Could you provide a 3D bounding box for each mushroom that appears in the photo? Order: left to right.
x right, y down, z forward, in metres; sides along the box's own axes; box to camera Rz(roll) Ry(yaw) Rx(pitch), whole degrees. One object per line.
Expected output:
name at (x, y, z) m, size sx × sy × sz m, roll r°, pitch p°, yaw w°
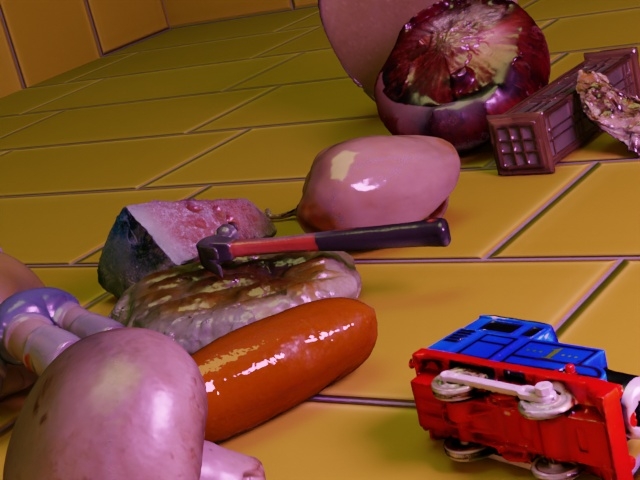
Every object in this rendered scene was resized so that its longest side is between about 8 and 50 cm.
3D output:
mushroom at (-0.133, 0.172, 0.988) m, size 0.204 × 0.204 × 0.204 m, roll -13°, pitch 17°, yaw 4°

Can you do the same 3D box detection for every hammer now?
hammer at (0.000, 0.001, 1.410) m, size 0.287 × 0.033 × 0.111 m, roll -5°, pitch 15°, yaw 20°

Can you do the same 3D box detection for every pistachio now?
pistachio at (0.070, -0.060, 1.607) m, size 0.215 × 0.144 × 0.144 m, roll -14°, pitch 16°, yaw -19°

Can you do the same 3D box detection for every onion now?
onion at (0.220, -0.223, 1.954) m, size 0.272 × 0.195 × 0.272 m, roll -16°, pitch 50°, yaw 20°

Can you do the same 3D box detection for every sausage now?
sausage at (-0.051, 0.117, 1.202) m, size 0.238 × 0.098 × 0.098 m, roll -22°, pitch 18°, yaw -28°

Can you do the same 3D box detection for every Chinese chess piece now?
Chinese chess piece at (0.160, -0.372, 2.165) m, size 0.338 × 0.338 × 0.140 m, roll 1°, pitch 33°, yaw 40°

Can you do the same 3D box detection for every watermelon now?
watermelon at (-0.161, 0.007, 1.667) m, size 0.241 × 0.094 × 0.154 m, roll -21°, pitch -21°, yaw -42°

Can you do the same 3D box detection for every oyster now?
oyster at (0.399, -0.166, 1.729) m, size 0.165 × 0.053 × 0.108 m, roll 29°, pitch 53°, yaw 23°

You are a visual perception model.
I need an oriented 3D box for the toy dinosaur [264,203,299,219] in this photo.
toy dinosaur at (-0.004, -0.046, 1.777) m, size 0.180 × 0.037 × 0.058 m, roll -4°, pitch 42°, yaw 51°

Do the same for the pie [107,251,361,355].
pie at (-0.090, 0.063, 1.444) m, size 0.306 × 0.071 × 0.306 m, roll -12°, pitch 18°, yaw 4°

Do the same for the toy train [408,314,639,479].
toy train at (0.167, 0.122, 1.021) m, size 0.131 × 0.083 × 0.204 m, roll -25°, pitch 20°, yaw -37°

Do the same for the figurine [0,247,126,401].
figurine at (-0.327, 0.077, 1.378) m, size 0.381 × 0.205 × 0.224 m, roll 1°, pitch 17°, yaw 34°

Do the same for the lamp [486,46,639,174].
lamp at (0.351, -0.186, 1.841) m, size 0.089 × 0.090 × 0.325 m, roll -1°, pitch 21°, yaw 38°
